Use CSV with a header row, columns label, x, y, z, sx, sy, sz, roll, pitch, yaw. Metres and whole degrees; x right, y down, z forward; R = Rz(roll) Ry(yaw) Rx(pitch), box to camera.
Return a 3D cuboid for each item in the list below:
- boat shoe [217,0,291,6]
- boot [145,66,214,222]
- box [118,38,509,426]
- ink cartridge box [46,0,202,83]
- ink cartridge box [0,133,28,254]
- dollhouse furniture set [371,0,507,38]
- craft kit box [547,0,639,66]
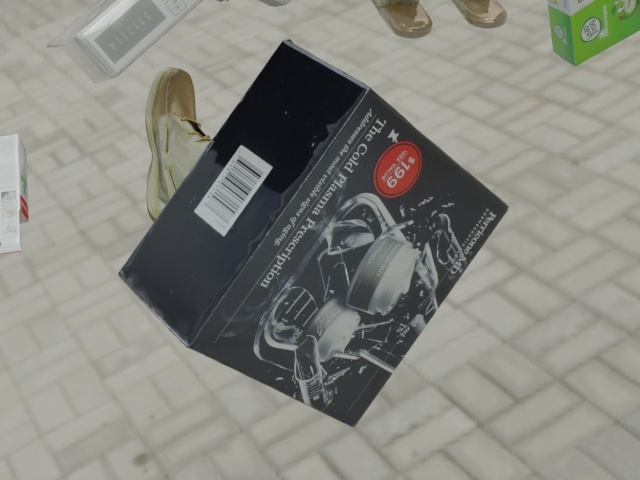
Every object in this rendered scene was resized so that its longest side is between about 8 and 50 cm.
label,x,y,z,sx,sy,sz,roll,pitch,yaw
boat shoe,-0.138,-0.391,1.721,0.227,0.081,0.079,37,30,13
boot,-0.146,-0.127,1.539,0.165,0.213,0.077,-4,-8,37
box,0.000,0.000,1.418,0.343,0.312,0.179,-55,45,2
ink cartridge box,-0.174,-0.302,1.384,0.296,0.066,0.261,-44,17,-10
ink cartridge box,-0.289,-0.034,1.040,0.063,0.029,0.115,-8,68,-1
dollhouse furniture set,0.295,-0.485,1.781,0.394,0.362,0.256,-10,42,-15
craft kit box,0.390,-0.377,1.479,0.247,0.250,0.061,-28,44,-9
